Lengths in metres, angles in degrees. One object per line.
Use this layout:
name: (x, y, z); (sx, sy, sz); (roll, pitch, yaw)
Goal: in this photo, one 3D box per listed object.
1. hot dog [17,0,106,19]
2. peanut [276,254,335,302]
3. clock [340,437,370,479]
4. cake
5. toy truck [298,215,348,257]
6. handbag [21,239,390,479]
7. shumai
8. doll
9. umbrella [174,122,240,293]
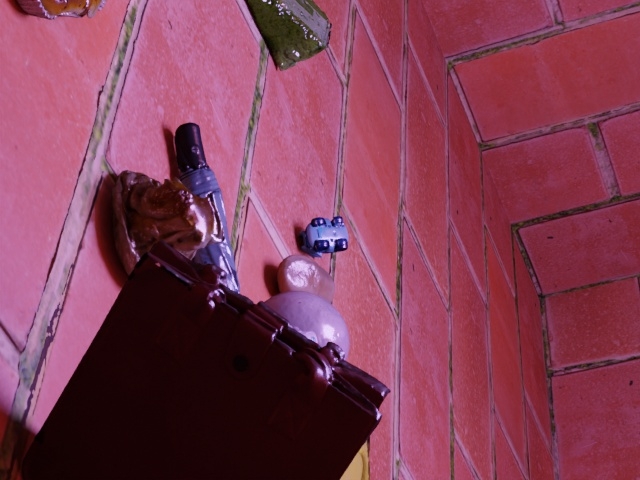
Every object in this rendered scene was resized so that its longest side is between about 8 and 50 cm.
hot dog: (-0.283, -0.293, 1.487); (0.192, 0.053, 0.099); (-35, 113, -70)
peanut: (-0.026, 0.065, 1.994); (0.152, 0.076, 0.076); (43, 36, -65)
clock: (0.006, 0.344, 1.866); (0.277, 0.071, 0.294); (70, 27, -48)
cake: (-0.095, -0.395, 2.211); (0.235, 0.099, 0.100); (43, 32, -24)
toy truck: (0.000, 0.000, 2.149); (0.073, 0.090, 0.056); (0, 72, -27)
handbag: (-0.107, 0.172, 1.189); (0.260, 0.276, 0.084); (35, 21, 7)
shumai: (-0.169, -0.015, 1.518); (0.145, 0.116, 0.146); (-14, 90, -75)
doll: (-0.055, 0.142, 1.708); (0.287, 0.150, 0.151); (-9, 85, -74)
umbrella: (-0.146, -0.028, 1.708); (0.052, 0.053, 0.251); (10, 68, -71)
